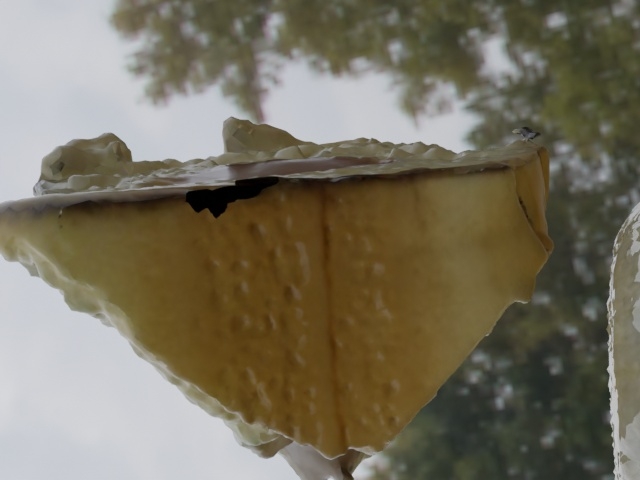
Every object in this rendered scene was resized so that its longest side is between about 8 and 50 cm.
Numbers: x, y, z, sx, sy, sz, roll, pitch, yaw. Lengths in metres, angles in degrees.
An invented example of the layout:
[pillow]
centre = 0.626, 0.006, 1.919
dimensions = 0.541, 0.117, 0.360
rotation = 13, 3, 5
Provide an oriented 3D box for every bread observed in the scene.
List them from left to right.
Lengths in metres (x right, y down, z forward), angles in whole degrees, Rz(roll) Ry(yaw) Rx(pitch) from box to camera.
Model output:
[bread]
centre = -0.004, -0.011, 0.825
dimensions = 0.224, 0.211, 0.183
rotation = 45, -177, -7

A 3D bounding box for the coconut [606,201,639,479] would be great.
[coconut]
centre = 0.323, 0.073, 0.693
dimensions = 0.415, 0.415, 0.344
rotation = 39, -132, -57
